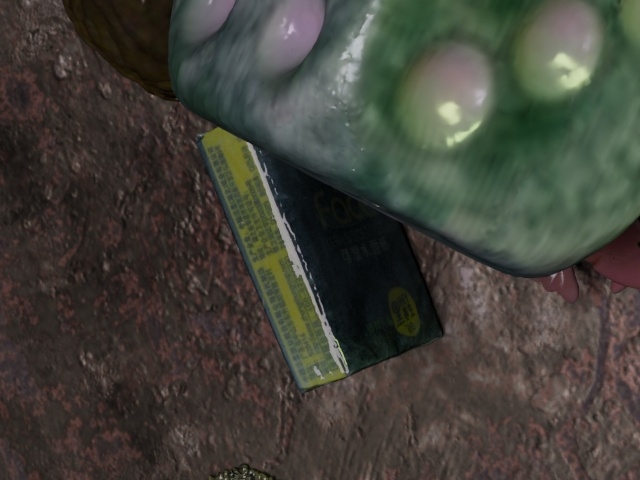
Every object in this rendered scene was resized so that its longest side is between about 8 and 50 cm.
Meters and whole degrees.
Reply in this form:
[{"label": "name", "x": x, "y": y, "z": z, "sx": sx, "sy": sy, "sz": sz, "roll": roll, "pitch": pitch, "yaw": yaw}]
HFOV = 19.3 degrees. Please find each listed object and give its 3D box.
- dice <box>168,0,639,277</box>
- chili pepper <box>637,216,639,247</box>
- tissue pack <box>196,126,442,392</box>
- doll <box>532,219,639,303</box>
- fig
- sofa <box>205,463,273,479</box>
[{"label": "dice", "x": 0.103, "y": -0.186, "z": 1.508, "sx": 0.330, "sy": 0.328, "sz": 0.348, "roll": 27, "pitch": 92, "yaw": 57}, {"label": "chili pepper", "x": 0.387, "y": 0.099, "z": 1.496, "sx": 0.167, "sy": 0.213, "sz": 0.385, "roll": -27, "pitch": 106, "yaw": 17}, {"label": "tissue pack", "x": 0.000, "y": 0.000, "z": 1.758, "sx": 0.081, "sy": 0.185, "sz": 0.257, "roll": -24, "pitch": 86, "yaw": 32}, {"label": "doll", "x": 0.285, "y": -0.034, "z": 1.629, "sx": 0.262, "sy": 0.093, "sz": 0.211, "roll": -43, "pitch": 79, "yaw": 30}, {"label": "fig", "x": -0.167, "y": -0.250, "z": 1.720, "sx": 0.286, "sy": 0.369, "sz": 0.286, "roll": 15, "pitch": 116, "yaw": 35}, {"label": "sofa", "x": -0.121, "y": 0.340, "z": 1.890, "sx": 0.258, "sy": 0.200, "sz": 0.182, "roll": 0, "pitch": 101, "yaw": 34}]
